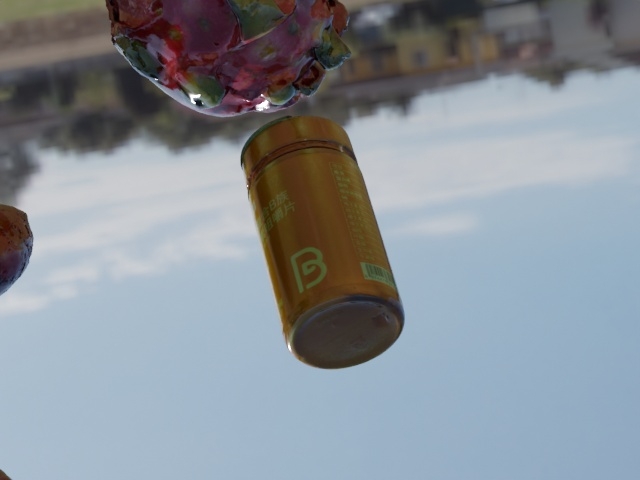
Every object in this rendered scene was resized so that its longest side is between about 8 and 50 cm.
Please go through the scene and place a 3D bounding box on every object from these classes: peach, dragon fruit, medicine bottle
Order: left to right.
[{"bbox_3d":[-0.356,0.028,1.776,0.172,0.092,0.127,-12,161,-18],"label":"peach"},{"bbox_3d":[-0.100,-0.267,1.838,0.231,0.302,0.237,-25,-170,37],"label":"dragon fruit"},{"bbox_3d":[0.000,0.000,1.448,0.096,0.192,0.096,-10,141,-8],"label":"medicine bottle"}]

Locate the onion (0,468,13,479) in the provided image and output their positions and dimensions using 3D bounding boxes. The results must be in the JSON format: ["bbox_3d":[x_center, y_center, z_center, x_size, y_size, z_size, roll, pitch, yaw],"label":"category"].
[{"bbox_3d":[-0.406,0.347,2.013,0.248,0.248,0.161,-7,152,28],"label":"onion"}]
